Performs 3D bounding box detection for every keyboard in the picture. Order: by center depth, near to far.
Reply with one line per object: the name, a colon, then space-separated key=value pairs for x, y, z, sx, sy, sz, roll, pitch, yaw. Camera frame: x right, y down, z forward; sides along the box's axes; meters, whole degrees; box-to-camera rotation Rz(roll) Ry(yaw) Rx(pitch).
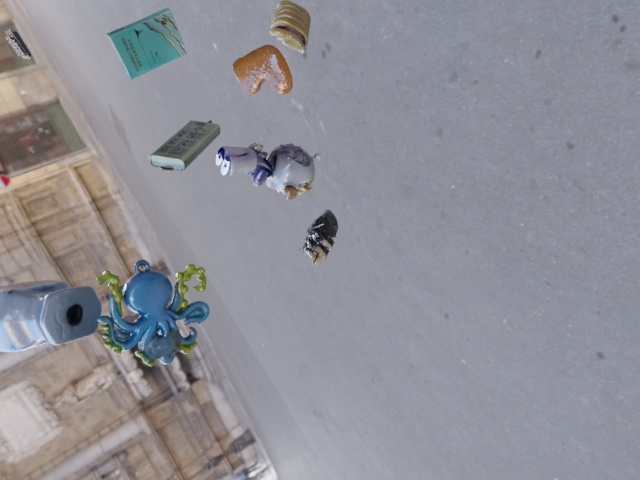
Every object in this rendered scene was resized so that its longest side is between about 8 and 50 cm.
keyboard: x=-0.918 y=-0.594 z=1.394 sx=0.230 sy=0.025 sz=0.094 roll=27 pitch=148 yaw=50

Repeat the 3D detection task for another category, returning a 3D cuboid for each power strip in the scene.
power strip: x=-0.333 y=-0.253 z=1.173 sx=0.092 sy=0.268 sz=0.034 roll=10 pitch=128 yaw=9

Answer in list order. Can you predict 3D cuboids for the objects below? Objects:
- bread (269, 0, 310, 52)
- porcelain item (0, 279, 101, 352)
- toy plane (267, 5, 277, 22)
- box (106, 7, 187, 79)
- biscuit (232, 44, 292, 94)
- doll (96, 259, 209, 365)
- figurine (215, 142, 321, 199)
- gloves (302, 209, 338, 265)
bread: x=-0.094 y=-0.708 z=1.513 sx=0.081 sy=0.134 sz=0.225 roll=-45 pitch=31 yaw=39
porcelain item: x=-0.854 y=0.215 z=1.324 sx=0.404 sy=0.242 sz=0.179 roll=-4 pitch=93 yaw=21
toy plane: x=-0.152 y=-0.866 z=1.801 sx=0.040 sy=0.102 sz=0.111 roll=-88 pitch=-21 yaw=-47
box: x=-0.599 y=-0.686 z=1.606 sx=0.041 sy=0.229 sz=0.162 roll=44 pitch=160 yaw=34
biscuit: x=-0.205 y=-0.593 z=1.652 sx=0.036 sy=0.192 sz=0.186 roll=-55 pitch=-59 yaw=-79
doll: x=-0.492 y=0.214 z=1.376 sx=0.098 sy=0.346 sz=0.342 roll=9 pitch=111 yaw=41
figurine: x=-0.137 y=-0.203 z=1.217 sx=0.133 sy=0.274 sz=0.194 roll=-61 pitch=24 yaw=27
gloves: x=0.000 y=0.000 z=1.620 sx=0.124 sy=0.203 sz=0.165 roll=16 pitch=122 yaw=17
